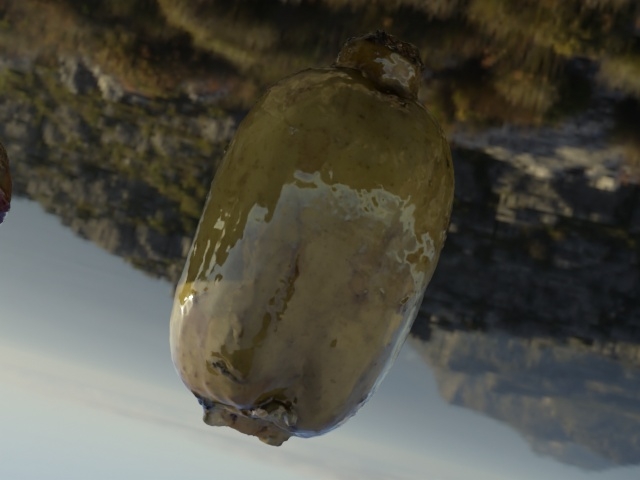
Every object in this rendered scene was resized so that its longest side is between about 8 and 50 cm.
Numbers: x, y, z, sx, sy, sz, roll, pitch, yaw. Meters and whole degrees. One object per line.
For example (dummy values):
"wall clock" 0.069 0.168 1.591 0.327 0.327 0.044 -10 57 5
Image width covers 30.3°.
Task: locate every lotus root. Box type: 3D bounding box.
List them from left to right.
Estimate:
"lotus root" 0.000 0.000 0.779 0.160 0.284 0.146 19 -179 -41

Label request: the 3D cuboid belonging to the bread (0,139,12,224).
"bread" -0.394 -0.121 0.921 0.295 0.114 0.327 31 -166 -34
